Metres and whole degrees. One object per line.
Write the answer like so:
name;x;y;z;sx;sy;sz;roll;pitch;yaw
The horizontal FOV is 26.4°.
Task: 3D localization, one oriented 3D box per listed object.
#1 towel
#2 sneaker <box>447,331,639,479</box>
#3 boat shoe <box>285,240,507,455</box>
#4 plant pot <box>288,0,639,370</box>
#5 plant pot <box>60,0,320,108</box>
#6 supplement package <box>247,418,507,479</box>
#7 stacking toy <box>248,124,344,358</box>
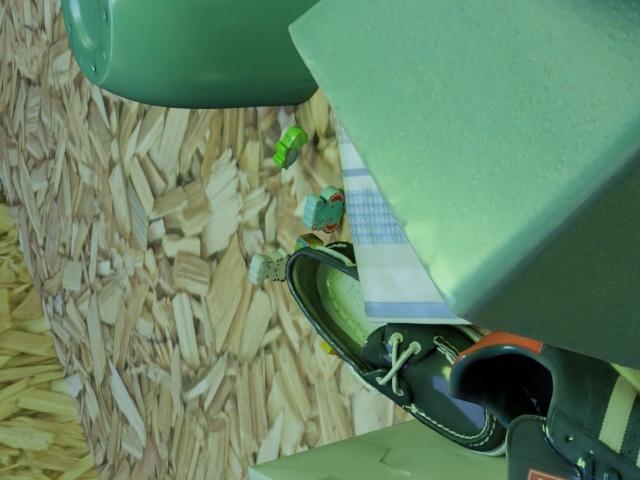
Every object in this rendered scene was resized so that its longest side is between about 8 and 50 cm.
towel;0.105;-0.061;1.207;0.209;0.034;0.285;-4;98;40
sneaker;0.222;0.185;1.014;0.350;0.148;0.131;46;140;45
boat shoe;0.071;0.104;1.326;0.302;0.091;0.114;39;114;42
plant pot;0.182;-0.103;0.850;0.252;0.247;0.248;-44;55;23
plant pot;-0.154;-0.278;1.516;0.293;0.235;0.293;40;136;54
supplement package;0.080;0.284;1.299;0.262;0.204;0.145;6;107;64
stacking toy;0.000;0.000;1.528;0.167;0.052;0.221;40;129;40
